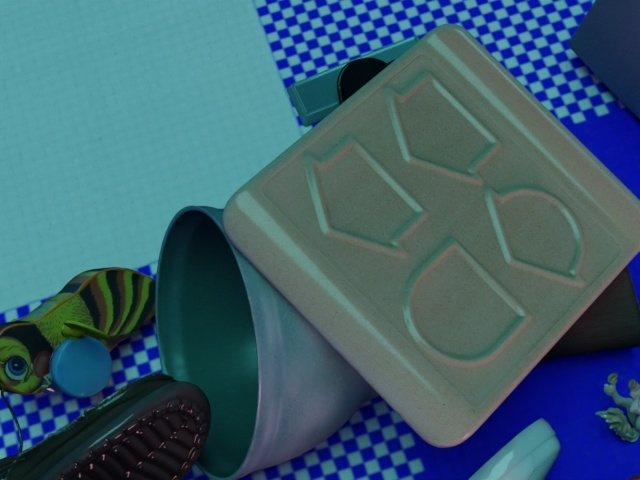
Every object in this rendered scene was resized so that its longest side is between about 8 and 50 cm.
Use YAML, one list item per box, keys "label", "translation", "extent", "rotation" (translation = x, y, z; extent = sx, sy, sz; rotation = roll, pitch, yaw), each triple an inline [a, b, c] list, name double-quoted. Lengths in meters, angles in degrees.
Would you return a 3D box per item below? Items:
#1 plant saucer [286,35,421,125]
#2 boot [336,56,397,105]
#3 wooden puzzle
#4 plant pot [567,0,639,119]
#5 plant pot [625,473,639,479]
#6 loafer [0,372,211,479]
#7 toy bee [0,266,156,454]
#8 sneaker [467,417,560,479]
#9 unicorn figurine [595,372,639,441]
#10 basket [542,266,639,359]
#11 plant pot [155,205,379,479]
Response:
- label: "plant saucer"
  translation: [0.054, -0.212, 1.635]
  extent: [0.192, 0.018, 0.067]
  rotation: [-23, 63, -4]
- label: "boot"
  translation: [0.093, -0.162, 1.489]
  extent: [0.094, 0.207, 0.246]
  rotation: [-22, 67, -7]
- label: "wooden puzzle"
  translation: [0.121, -0.010, 1.273]
  extent: [0.322, 0.080, 0.348]
  rotation: [45, 66, 6]
- label: "plant pot"
  translation: [0.487, -0.237, 1.479]
  extent: [0.247, 0.248, 0.252]
  rotation: [-31, 80, -10]
- label: "plant pot"
  translation: [0.345, 0.324, 1.242]
  extent: [0.191, 0.174, 0.191]
  rotation: [-2, 61, 4]
- label: "loafer"
  translation: [-0.280, 0.247, 1.292]
  extent: [0.366, 0.134, 0.130]
  rotation: [-37, 46, 0]
- label: "toy bee"
  translation: [-0.313, 0.119, 1.410]
  extent: [0.195, 0.162, 0.298]
  rotation: [-21, 30, 37]
- label: "sneaker"
  translation: [0.188, 0.339, 1.296]
  extent: [0.169, 0.108, 0.292]
  rotation: [40, 84, 21]
- label: "unicorn figurine"
  translation: [0.386, 0.165, 1.373]
  extent: [0.162, 0.111, 0.060]
  rotation: [-31, 24, 14]
- label: "basket"
  translation: [0.221, 0.058, 1.406]
  extent: [0.227, 0.154, 0.204]
  rotation: [-19, 85, 3]
- label: "plant pot"
  translation: [-0.040, 0.101, 1.363]
  extent: [0.196, 0.293, 0.293]
  rotation: [-5, 59, -27]
